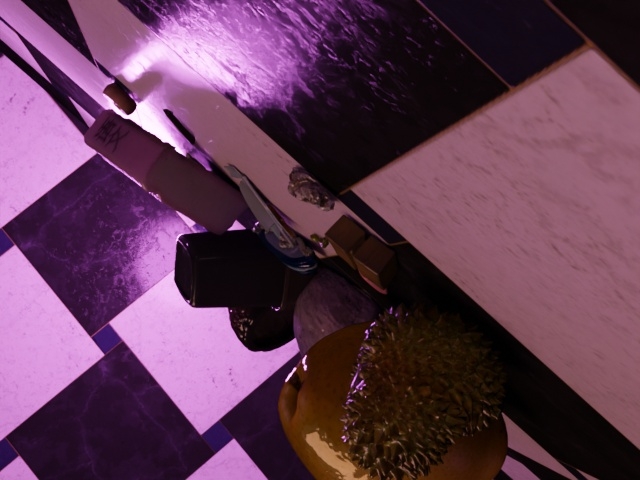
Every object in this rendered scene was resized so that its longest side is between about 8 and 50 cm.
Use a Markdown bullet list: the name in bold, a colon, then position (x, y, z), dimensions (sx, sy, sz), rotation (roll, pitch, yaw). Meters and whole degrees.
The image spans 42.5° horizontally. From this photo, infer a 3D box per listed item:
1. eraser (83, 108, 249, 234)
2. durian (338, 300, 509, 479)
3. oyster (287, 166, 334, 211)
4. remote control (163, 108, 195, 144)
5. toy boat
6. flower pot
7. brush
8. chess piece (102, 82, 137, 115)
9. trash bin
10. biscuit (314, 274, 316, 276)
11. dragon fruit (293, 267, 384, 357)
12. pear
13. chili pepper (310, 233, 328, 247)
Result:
- **eraser**: position (-0.357, -0.158, 1.894), dimensions (0.272, 0.122, 0.359), rotation (37, 177, -41)
- **durian**: position (0.144, 0.213, 1.221), dimensions (0.224, 0.291, 0.291), rotation (51, 175, 16)
- **oyster**: position (-0.015, -0.065, 1.196), dimensions (0.098, 0.037, 0.100), rotation (40, 172, 14)
- **remote control**: position (-0.279, -0.228, 1.632), dimensions (0.091, 0.016, 0.034), rotation (50, -176, -46)
- **toy boat**: position (-0.116, -0.045, 1.704), dimensions (0.220, 0.067, 0.291), rotation (32, 165, 51)
- **flower pot**: position (-0.184, 0.156, 2.455), dimensions (0.267, 0.267, 0.266), rotation (48, 177, 33)
- **brush**: position (0.077, 0.039, 1.302), dimensions (0.103, 0.047, 0.233), rotation (38, 173, 19)
- **chess piece**: position (-0.459, -0.323, 1.884), dimensions (0.084, 0.038, 0.083), rotation (38, 172, 7)
- **trash bin**: position (-0.180, 0.063, 1.906), dimensions (0.291, 0.182, 0.209), rotation (-2, -159, -25)
- **biscuit**: position (-0.090, 0.052, 2.146), dimensions (0.208, 0.047, 0.164), rotation (44, 171, -15)
- **dragon fruit**: position (0.031, 0.209, 1.870), dimensions (0.221, 0.204, 0.283), rotation (39, 171, 22)
- **pear**: position (0.133, 0.330, 1.538), dimensions (0.419, 0.362, 0.362), rotation (14, 178, -13)
- **chili pepper**: position (-0.001, 0.001, 1.553), dimensions (0.030, 0.017, 0.083), rotation (46, 171, -22)
